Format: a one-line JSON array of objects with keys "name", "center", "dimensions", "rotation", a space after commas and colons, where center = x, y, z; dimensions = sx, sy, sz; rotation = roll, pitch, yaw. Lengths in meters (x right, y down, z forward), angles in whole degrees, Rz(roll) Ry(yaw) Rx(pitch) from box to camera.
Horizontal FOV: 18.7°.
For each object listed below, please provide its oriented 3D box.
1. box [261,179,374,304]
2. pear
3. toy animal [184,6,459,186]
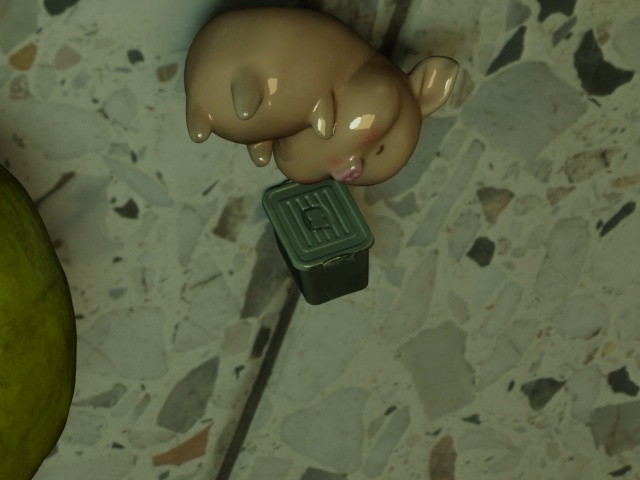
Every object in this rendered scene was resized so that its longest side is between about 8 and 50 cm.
[{"name": "box", "center": [0.000, 0.000, 1.881], "dimensions": [0.084, 0.122, 0.069], "rotation": [-19, 137, -9]}, {"name": "pear", "center": [-0.387, 0.074, 1.637], "dimensions": [0.352, 0.352, 0.413], "rotation": [-35, 124, 1]}, {"name": "toy animal", "center": [-0.012, -0.132, 1.772], "dimensions": [0.166, 0.154, 0.250], "rotation": [-16, 151, 43]}]
